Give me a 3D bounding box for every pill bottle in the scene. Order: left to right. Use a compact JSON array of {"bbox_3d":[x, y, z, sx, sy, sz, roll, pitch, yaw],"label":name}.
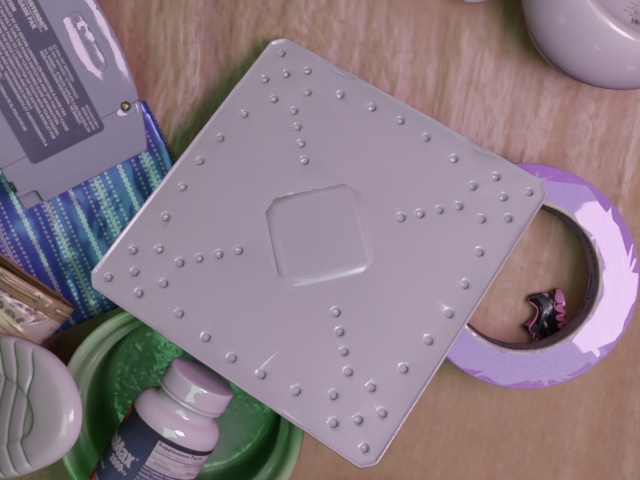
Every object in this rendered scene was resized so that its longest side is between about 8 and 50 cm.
[{"bbox_3d":[-0.179,0.229,1.055,0.108,0.108,0.180,31,97,-4],"label":"pill bottle"}]

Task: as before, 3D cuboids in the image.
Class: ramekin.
[{"bbox_3d":[-0.170,0.209,1.182,0.303,0.148,0.303,0,99,0],"label":"ramekin"}]

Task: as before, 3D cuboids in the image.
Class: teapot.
[{"bbox_3d":[0.342,-0.275,1.097,0.252,0.187,0.256,-26,80,-23],"label":"teapot"}]

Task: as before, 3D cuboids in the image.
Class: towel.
[{"bbox_3d":[-0.332,-0.013,1.206,0.336,0.040,0.243,-23,98,3],"label":"towel"}]

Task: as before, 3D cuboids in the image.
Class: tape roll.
[{"bbox_3d":[0.251,0.043,1.160,0.274,0.090,0.275,0,89,7],"label":"tape roll"}]

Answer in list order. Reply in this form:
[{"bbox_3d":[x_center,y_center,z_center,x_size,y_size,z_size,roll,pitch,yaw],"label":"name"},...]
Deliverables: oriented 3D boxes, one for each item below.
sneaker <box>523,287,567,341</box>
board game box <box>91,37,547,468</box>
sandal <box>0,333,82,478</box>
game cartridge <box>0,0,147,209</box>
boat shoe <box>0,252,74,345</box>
[{"bbox_3d":[0.298,0.123,1.223,0.057,0.047,0.119,-4,91,7],"label":"sneaker"},{"bbox_3d":[0.000,0.000,1.079,0.390,0.050,0.390,32,74,13],"label":"board game box"},{"bbox_3d":[-0.430,0.206,1.157,0.416,0.102,0.169,-9,81,33],"label":"sandal"},{"bbox_3d":[-0.335,-0.207,1.089,0.198,0.062,0.297,-30,114,-13],"label":"game cartridge"},{"bbox_3d":[-0.433,0.016,1.149,0.089,0.104,0.285,-40,111,-2],"label":"boat shoe"}]
